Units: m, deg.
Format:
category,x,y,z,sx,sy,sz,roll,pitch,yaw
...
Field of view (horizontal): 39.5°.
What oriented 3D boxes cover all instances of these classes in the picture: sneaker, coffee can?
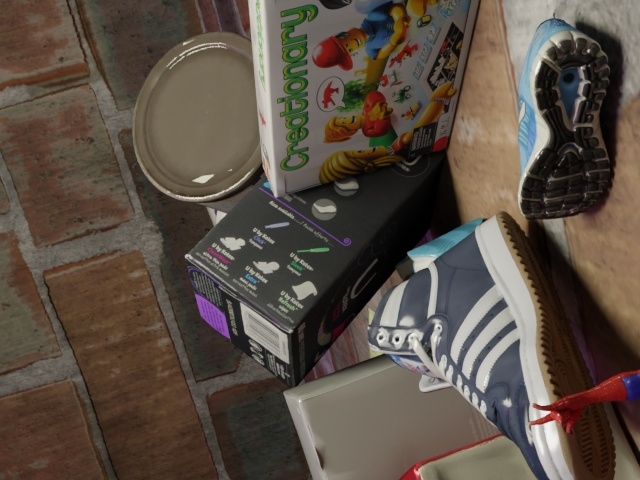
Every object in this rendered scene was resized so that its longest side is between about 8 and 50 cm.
category,x,y,z,sx,sy,sz,roll,pitch,yaw
sneaker,0.172,-0.085,0.641,0.073,0.063,0.162,-92,-1,-51
sneaker,0.140,0.040,0.931,0.229,0.087,0.092,91,154,-81
sneaker,0.125,0.108,0.712,0.099,0.153,0.282,45,-156,-31
coffee can,-0.076,-0.121,1.137,0.275,0.201,0.202,21,-135,-63

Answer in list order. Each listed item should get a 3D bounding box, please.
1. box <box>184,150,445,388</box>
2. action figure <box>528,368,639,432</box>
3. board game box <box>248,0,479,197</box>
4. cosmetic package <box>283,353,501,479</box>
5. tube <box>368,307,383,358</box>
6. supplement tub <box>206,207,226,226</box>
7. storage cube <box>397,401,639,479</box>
category,x,y,z,sx,sy,sz,roll,pitch,yaw
box,0.000,0.000,0.981,0.143,0.270,0.165,34,156,17
action figure,0.201,0.063,0.487,0.280,0.139,0.091,79,169,-45
board game box,0.037,-0.165,0.799,0.305,0.193,0.053,90,161,-60
cosmetic package,0.094,0.179,0.936,0.107,0.238,0.127,161,92,-80
tube,0.113,0.236,1.466,0.070,0.062,0.240,0,106,34
supplement tub,-0.093,-0.112,1.482,0.316,0.228,0.228,-119,16,-49
storage cube,0.173,0.271,0.762,0.193,0.215,0.184,106,146,-61
